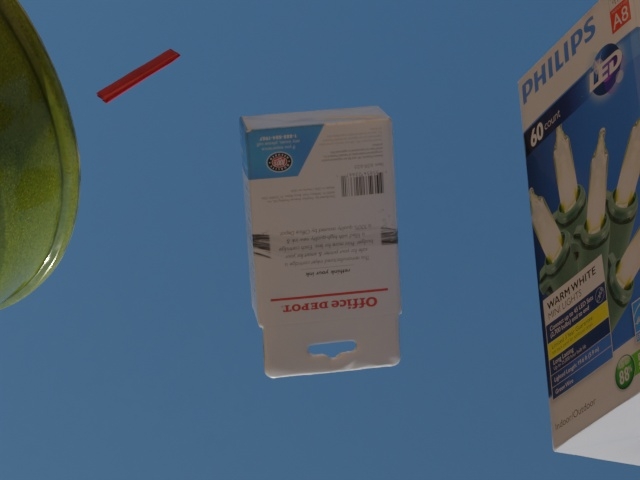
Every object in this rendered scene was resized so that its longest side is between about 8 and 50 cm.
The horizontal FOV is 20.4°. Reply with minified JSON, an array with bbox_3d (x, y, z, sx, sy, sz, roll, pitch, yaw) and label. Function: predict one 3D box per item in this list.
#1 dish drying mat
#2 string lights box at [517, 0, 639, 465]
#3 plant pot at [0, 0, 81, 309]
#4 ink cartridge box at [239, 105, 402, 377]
[{"bbox_3d":[-0.171,-0.155,1.672,0.083,0.008,0.032,-32,-157,-10],"label":"dish drying mat"},{"bbox_3d":[0.191,-0.012,1.055,0.133,0.076,0.260,133,-39,-51],"label":"string lights box"},{"bbox_3d":[-0.401,-0.013,1.116,0.366,0.366,0.353,-3,-151,33],"label":"plant pot"},{"bbox_3d":[0.000,0.000,1.265,0.104,0.180,0.060,-5,-165,-8],"label":"ink cartridge box"}]
